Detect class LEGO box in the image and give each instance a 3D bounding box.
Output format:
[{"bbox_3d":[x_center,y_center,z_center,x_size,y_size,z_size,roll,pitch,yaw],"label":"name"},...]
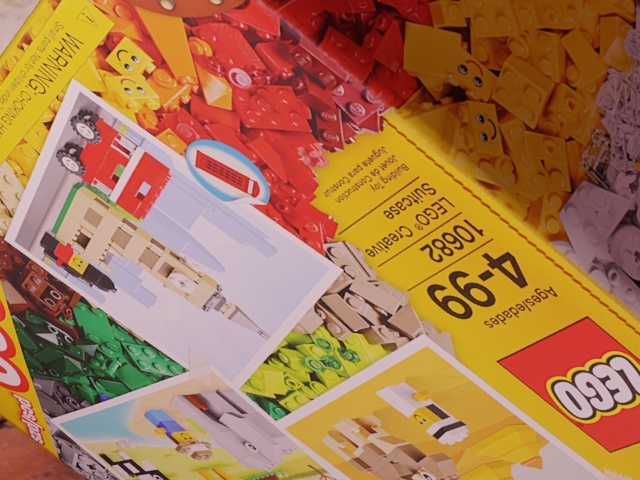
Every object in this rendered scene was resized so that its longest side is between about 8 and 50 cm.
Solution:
[{"bbox_3d":[0.000,0.000,0.870,0.372,0.193,0.500,39,148,-10],"label":"LEGO box"}]
